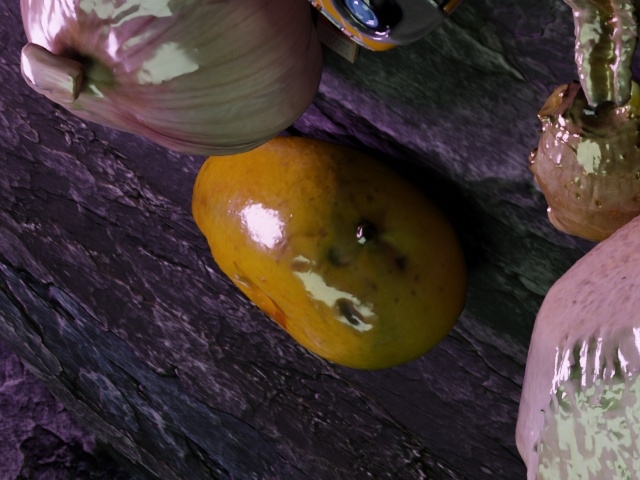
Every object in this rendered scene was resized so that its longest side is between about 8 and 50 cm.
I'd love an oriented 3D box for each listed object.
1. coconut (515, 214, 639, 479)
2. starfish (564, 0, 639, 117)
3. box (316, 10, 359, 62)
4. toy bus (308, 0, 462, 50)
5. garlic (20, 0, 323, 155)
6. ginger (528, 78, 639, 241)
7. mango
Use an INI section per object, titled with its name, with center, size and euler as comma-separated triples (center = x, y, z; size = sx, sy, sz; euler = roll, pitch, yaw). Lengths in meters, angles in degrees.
[coconut]
center = 0.361, 0.160, 1.497
size = 0.415, 0.344, 0.415
euler = 28, 147, 20
[starfish]
center = 0.153, -0.231, 1.296
size = 0.324, 0.082, 0.432
euler = 37, 152, -17
[box]
center = 0.018, -0.198, 1.809
size = 0.046, 0.012, 0.083
euler = 36, 157, 12
[toy bus]
center = 0.020, -0.248, 1.575
size = 0.209, 0.126, 0.136
euler = 42, 166, -5
[garlic]
center = -0.135, -0.210, 1.783
size = 0.322, 0.241, 0.322
euler = 14, 156, 6
[ginger]
center = 0.240, -0.061, 1.594
size = 0.157, 0.102, 0.216
euler = 26, 154, 17
[mango]
center = 0.000, 0.000, 2.016
size = 0.365, 0.182, 0.253
euler = 30, 161, 52
